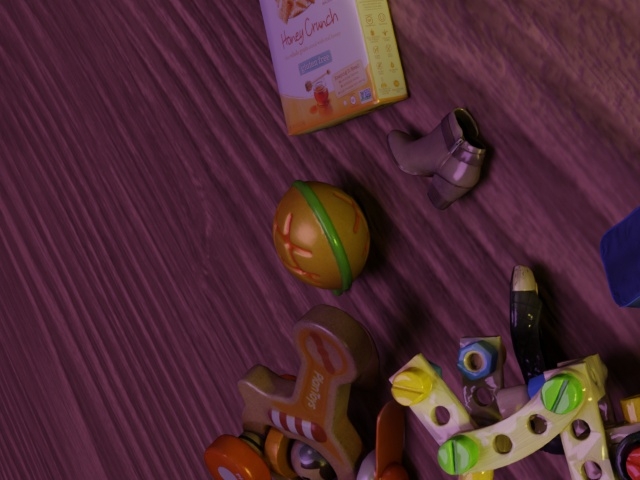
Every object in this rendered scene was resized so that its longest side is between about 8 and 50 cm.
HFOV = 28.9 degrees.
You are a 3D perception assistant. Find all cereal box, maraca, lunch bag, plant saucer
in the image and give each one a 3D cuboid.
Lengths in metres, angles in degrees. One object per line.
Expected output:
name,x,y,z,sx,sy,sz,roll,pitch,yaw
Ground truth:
cereal box,0.000,-0.242,1.279,0.173,0.047,0.240,-14,89,58
maraca,0.000,0.000,1.332,0.186,0.099,0.127,99,147,-76
lunch bag,0.266,0.008,0.930,0.098,0.065,0.067,133,134,-55
plant saucer,0.036,0.131,1.395,0.083,0.015,0.083,28,124,52

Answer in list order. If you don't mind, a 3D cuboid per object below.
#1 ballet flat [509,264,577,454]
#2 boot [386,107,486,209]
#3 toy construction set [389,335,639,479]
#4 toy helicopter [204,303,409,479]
ballet flat,0.200,0.104,1.102,0.049,0.057,0.173,-13,92,19
boot,0.112,-0.090,1.170,0.118,0.042,0.087,55,137,30
toy construction set,0.202,0.227,1.012,0.215,0.151,0.328,-16,101,24
toy helicopter,0.009,0.199,1.338,0.235,0.140,0.355,35,146,19
